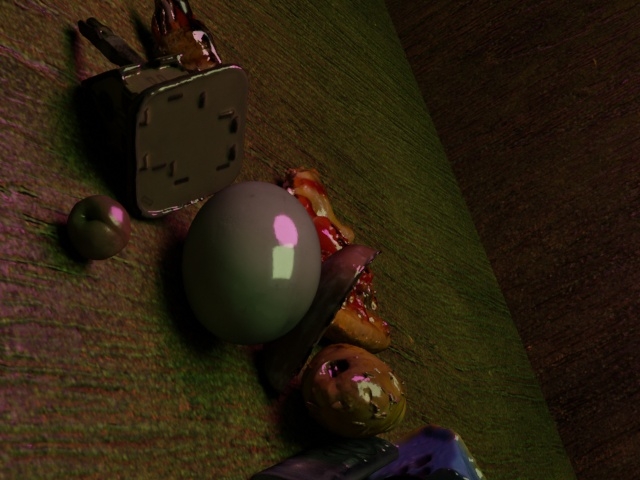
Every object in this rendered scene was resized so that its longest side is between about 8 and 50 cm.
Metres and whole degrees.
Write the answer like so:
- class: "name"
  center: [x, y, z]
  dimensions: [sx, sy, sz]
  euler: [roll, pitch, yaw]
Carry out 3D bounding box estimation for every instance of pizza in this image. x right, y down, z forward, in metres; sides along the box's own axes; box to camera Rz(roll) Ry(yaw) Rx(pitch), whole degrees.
- class: "pizza"
  center: [0.000, 0.000, 1.959]
  dimensions: [0.440, 0.130, 0.406]
  euler: [39, 33, -52]

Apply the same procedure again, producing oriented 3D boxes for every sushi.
- class: "sushi"
  center: [-0.231, -0.316, 1.802]
  dimensions: [0.226, 0.097, 0.103]
  euler: [60, -24, 3]

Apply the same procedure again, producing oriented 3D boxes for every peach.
- class: "peach"
  center: [-0.274, -0.015, 1.306]
  dimensions: [0.083, 0.083, 0.083]
  euler: [52, 21, -30]

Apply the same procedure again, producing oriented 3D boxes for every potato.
- class: "potato"
  center: [0.052, 0.244, 1.672]
  dimensions: [0.173, 0.140, 0.300]
  euler: [30, -4, 11]

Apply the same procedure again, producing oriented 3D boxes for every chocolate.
- class: "chocolate"
  center: [-0.015, 0.108, 1.633]
  dimensions: [0.083, 0.261, 0.161]
  euler: [35, 16, 4]

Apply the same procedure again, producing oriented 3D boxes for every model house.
- class: "model house"
  center: [-0.264, -0.203, 1.551]
  dimensions: [0.204, 0.218, 0.278]
  euler: [-22, 46, -35]
- class: "model house"
  center: [0.199, 0.455, 1.761]
  dimensions: [0.237, 0.215, 0.303]
  euler: [60, 15, -7]

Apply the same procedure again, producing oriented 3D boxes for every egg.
- class: "egg"
  center: [-0.099, 0.030, 1.523]
  dimensions: [0.203, 0.202, 0.283]
  euler: [53, 22, -29]

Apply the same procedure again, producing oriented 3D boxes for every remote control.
- class: "remote control"
  center: [0.017, 0.342, 1.592]
  dimensions: [0.377, 0.107, 0.044]
  euler: [2, 104, -69]

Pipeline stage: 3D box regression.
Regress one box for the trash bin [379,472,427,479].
- class: "trash bin"
  center: [0.128, 0.500, 1.479]
  dimensions: [0.263, 0.217, 0.277]
  euler: [58, 28, -16]
